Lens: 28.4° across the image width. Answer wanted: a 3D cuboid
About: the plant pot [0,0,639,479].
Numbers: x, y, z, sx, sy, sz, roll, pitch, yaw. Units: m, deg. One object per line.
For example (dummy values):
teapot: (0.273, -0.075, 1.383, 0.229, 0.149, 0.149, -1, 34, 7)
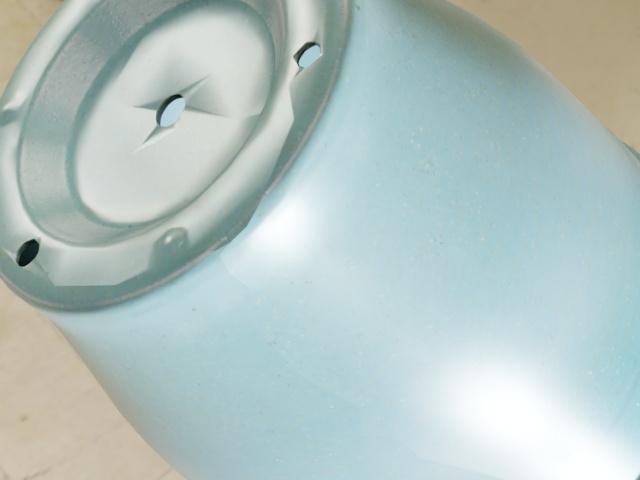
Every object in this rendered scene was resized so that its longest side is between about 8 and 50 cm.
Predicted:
plant pot: (0.000, 0.000, 0.564, 0.271, 0.272, 0.255, -7, -29, 34)
